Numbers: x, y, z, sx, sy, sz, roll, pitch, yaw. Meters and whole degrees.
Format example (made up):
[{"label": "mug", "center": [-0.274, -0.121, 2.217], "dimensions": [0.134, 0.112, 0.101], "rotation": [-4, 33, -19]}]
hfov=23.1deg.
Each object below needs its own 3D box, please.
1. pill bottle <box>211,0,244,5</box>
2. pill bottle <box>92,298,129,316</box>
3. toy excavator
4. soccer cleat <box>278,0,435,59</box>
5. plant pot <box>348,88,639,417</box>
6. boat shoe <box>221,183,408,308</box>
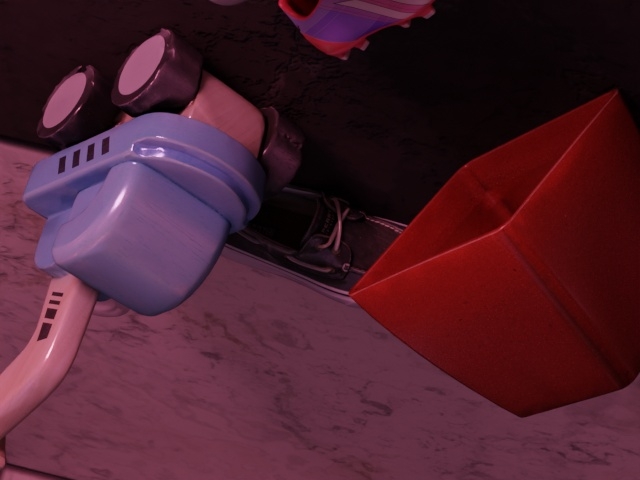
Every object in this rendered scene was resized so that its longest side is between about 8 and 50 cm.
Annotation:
[{"label": "pill bottle", "center": [-0.024, -0.301, 1.452], "dimensions": [0.229, 0.131, 0.131], "rotation": [-17, 138, 44]}, {"label": "pill bottle", "center": [-0.275, -0.001, 2.056], "dimensions": [0.108, 0.180, 0.108], "rotation": [12, 151, 7]}, {"label": "toy excavator", "center": [-0.267, 0.030, 1.821], "dimensions": [0.433, 0.445, 0.222], "rotation": [-18, 136, 42]}, {"label": "soccer cleat", "center": [0.054, -0.256, 1.555], "dimensions": [0.095, 0.083, 0.248], "rotation": [33, 150, -21]}, {"label": "plant pot", "center": [0.244, 0.037, 1.703], "dimensions": [0.235, 0.267, 0.267], "rotation": [51, 142, -9]}, {"label": "boat shoe", "center": [0.000, 0.000, 1.985], "dimensions": [0.335, 0.121, 0.119], "rotation": [11, 156, 12]}]
